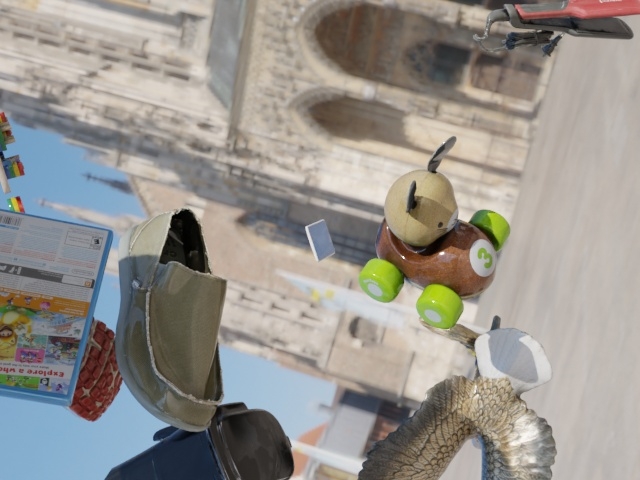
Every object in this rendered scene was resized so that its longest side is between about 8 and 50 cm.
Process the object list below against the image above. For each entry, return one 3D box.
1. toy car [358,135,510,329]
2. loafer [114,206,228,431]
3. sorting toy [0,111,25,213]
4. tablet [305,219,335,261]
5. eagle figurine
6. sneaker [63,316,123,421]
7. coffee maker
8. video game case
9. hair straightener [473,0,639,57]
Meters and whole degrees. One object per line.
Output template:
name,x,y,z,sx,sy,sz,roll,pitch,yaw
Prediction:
toy car,0.129,-0.025,1.041,0.155,0.149,0.188,-53,-26,-30
loafer,-0.137,0.062,0.873,0.087,0.094,0.251,-43,46,26
sorting toy,-0.565,-0.175,1.639,0.132,0.046,0.274,-140,35,-60
tablet,0.000,0.000,1.345,0.054,0.006,0.083,71,-160,-3
eagle figurine,0.205,0.265,1.223,0.225,0.226,0.298,42,-119,-32
sneaker,-0.280,0.092,0.924,0.088,0.092,0.225,-54,-54,-35
coffee maker,-0.138,0.257,0.966,0.178,0.120,0.171,-35,1,29
video game case,-0.249,0.051,0.772,0.015,0.119,0.166,113,166,-54
hair straightener,0.289,-0.253,1.144,0.089,0.230,0.047,102,150,-50
